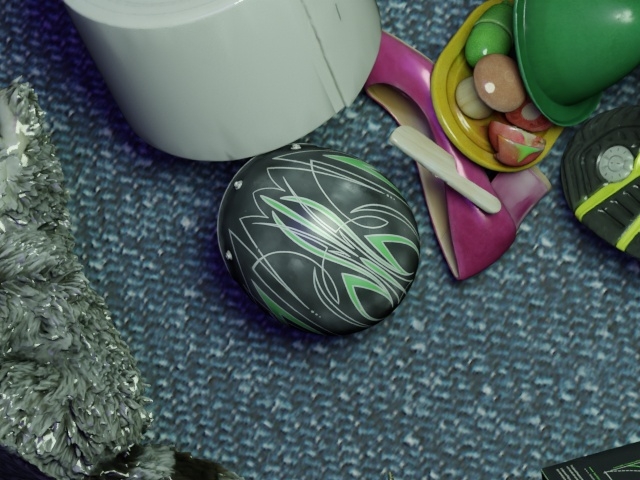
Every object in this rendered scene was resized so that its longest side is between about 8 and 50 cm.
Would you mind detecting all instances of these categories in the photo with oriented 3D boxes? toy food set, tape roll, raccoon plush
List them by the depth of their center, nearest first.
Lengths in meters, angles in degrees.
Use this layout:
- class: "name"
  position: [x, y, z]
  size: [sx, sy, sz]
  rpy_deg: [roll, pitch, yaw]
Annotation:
- class: "tape roll"
  position: [-0.085, -0.211, 1.488]
  size: [0.246, 0.169, 0.246]
  rpy_deg: [-10, 50, 12]
- class: "toy food set"
  position: [0.166, -0.131, 1.509]
  size: [0.128, 0.071, 0.218]
  rpy_deg: [41, 57, -10]
- class: "raccoon plush"
  position: [-0.194, 0.071, 1.538]
  size: [0.446, 0.216, 0.299]
  rpy_deg: [30, 69, -20]

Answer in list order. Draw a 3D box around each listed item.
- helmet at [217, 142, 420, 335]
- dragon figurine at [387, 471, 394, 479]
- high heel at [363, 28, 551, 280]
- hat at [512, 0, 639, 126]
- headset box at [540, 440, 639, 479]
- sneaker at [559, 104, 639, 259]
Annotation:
- class: "helmet"
  position: [0.000, 0.000, 1.500]
  size: [0.169, 0.161, 0.169]
  rpy_deg: [-1, 81, 5]
- class: "dragon figurine"
  position: [-0.013, 0.322, 1.460]
  size: [0.085, 0.144, 0.289]
  rpy_deg: [43, 87, 9]
- class: "high heel"
  position: [0.078, -0.081, 1.549]
  size: [0.244, 0.082, 0.117]
  rpy_deg: [44, 76, -3]
- class: "hat"
  position: [0.271, -0.180, 1.443]
  size: [0.183, 0.208, 0.173]
  rpy_deg: [2, 90, 34]
- class: "headset box"
  position: [0.331, 0.266, 1.347]
  size: [0.283, 0.131, 0.246]
  rpy_deg: [-14, 114, -9]
- class: "sneaker"
  position: [0.386, -0.017, 1.491]
  size: [0.384, 0.147, 0.145]
  rpy_deg: [14, 85, 24]
